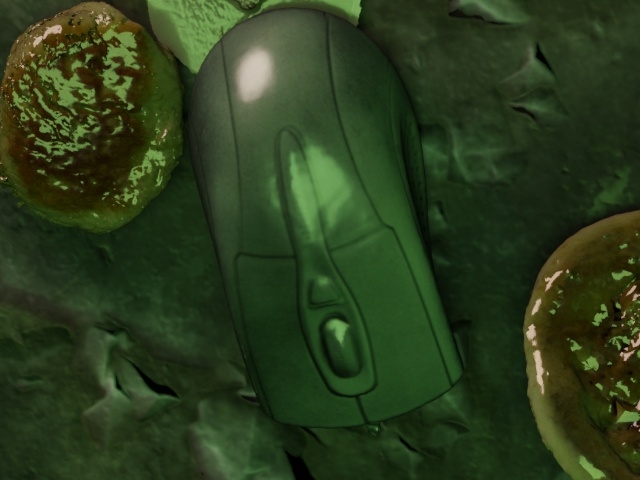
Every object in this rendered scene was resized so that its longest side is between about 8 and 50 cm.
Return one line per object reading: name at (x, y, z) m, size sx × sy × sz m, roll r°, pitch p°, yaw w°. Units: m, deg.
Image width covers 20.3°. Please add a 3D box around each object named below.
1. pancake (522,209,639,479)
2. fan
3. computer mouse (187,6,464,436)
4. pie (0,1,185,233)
pancake at (0.292, 0.095, 1.401) m, size 0.282 × 0.049 × 0.282 m, roll -1°, pitch 72°, yaw 4°
fan at (-0.093, -0.266, 1.446) m, size 0.182 × 0.010 × 0.310 m, roll -29°, pitch 99°, yaw 12°
computer mouse at (0.000, 0.000, 1.445) m, size 0.188 × 0.122 × 0.371 m, roll -12°, pitch 105°, yaw 10°
pie at (-0.191, -0.099, 1.465) m, size 0.163 × 0.079 × 0.193 m, roll 6°, pitch 104°, yaw 2°
